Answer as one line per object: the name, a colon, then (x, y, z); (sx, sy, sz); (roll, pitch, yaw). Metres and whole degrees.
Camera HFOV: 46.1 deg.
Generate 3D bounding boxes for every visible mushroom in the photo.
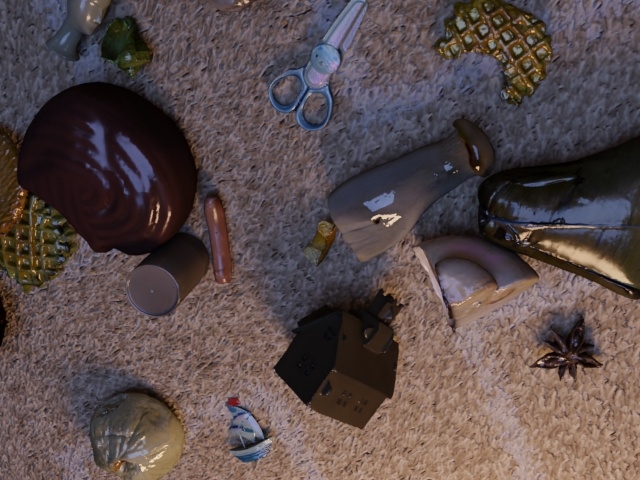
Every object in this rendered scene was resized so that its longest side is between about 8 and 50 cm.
mushroom: (0.272, 0.041, 1.333); (0.173, 0.236, 0.162); (-29, 73, 3)
mushroom: (0.162, -0.091, 1.347); (0.328, 0.122, 0.159); (-31, 137, 21)

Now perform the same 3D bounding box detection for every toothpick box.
toothpick box: (-0.291, 0.064, 1.449); (0.111, 0.181, 0.111); (3, 110, 9)

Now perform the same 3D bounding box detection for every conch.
conch: (-0.358, -0.350, 1.366); (0.089, 0.074, 0.121); (-10, 87, -20)

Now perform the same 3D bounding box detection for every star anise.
star anise: (0.454, 0.215, 1.413); (0.129, 0.056, 0.124); (-25, 101, 3)

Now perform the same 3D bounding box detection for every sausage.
sausage: (-0.202, -0.003, 1.479); (0.043, 0.043, 0.186); (-1, 110, 12)

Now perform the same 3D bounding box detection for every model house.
model house: (0.052, 0.192, 1.433); (0.243, 0.204, 0.211); (-54, 137, 1)

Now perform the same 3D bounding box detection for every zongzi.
zongzi: (0.452, -0.116, 1.237); (0.323, 0.160, 0.360); (20, 113, 3)

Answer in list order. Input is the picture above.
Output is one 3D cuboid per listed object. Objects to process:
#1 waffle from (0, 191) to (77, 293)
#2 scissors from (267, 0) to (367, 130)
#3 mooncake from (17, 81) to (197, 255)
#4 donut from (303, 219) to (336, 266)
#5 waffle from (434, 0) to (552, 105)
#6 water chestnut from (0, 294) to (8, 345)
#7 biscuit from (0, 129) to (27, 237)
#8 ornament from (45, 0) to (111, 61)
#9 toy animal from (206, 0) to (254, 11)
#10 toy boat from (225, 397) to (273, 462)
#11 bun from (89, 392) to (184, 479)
waffle: (-0.612, -0.006, 1.556); (0.214, 0.054, 0.208); (-33, 99, 21)
scissors: (0.009, -0.319, 1.326); (0.125, 0.030, 0.256); (33, 116, -1)
mooncake: (-0.409, -0.130, 1.409); (0.333, 0.174, 0.326); (-9, 110, 13)
donut: (0.000, 0.000, 1.429); (0.038, 0.067, 0.083); (32, 148, 17)
waffle: (0.293, -0.320, 1.257); (0.194, 0.051, 0.149); (24, 111, 2)
water chestnut: (-0.817, 0.184, 1.554); (0.300, 0.300, 0.300); (4, 110, 10)
biscuit: (-0.687, -0.115, 1.510); (0.254, 0.035, 0.254); (1, 93, 22)
ornament: (-0.433, -0.406, 1.364); (0.081, 0.075, 0.156); (44, 112, 14)
toy animal: (-0.218, -0.549, 1.210); (0.302, 0.194, 0.344); (17, 115, 11)
toy boat: (-0.154, 0.413, 1.635); (0.105, 0.034, 0.149); (2, 98, 14)
bun: (-0.413, 0.446, 1.638); (0.220, 0.134, 0.220); (4, 115, 10)
